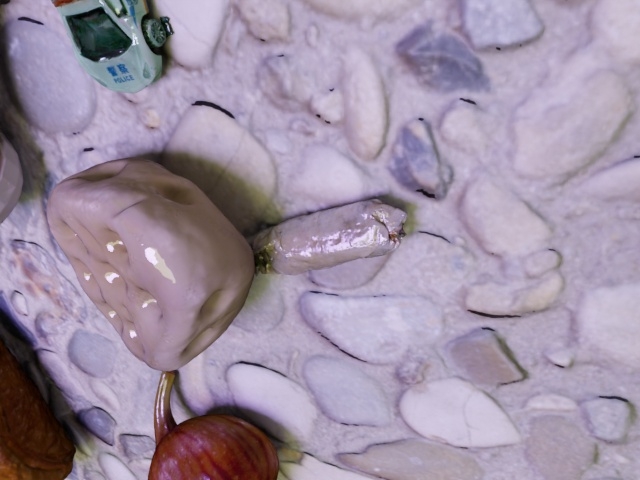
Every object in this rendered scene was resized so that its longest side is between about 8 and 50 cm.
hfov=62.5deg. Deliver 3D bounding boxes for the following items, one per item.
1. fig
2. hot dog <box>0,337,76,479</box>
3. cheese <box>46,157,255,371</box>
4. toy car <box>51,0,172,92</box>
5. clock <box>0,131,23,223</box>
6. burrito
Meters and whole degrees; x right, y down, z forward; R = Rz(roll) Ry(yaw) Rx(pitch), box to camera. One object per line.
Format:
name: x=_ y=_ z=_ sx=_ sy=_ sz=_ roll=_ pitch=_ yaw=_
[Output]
fig: x=-0.166 y=0.299 z=0.708 sx=0.207 sy=0.175 sz=0.175 roll=30 pitch=128 yaw=19
hot dog: x=-0.541 y=0.256 z=0.803 sx=0.266 sy=0.174 sz=0.388 roll=-5 pitch=119 yaw=26
cheese: x=-0.170 y=0.017 z=0.530 sx=0.235 sy=0.117 sz=0.218 roll=-28 pitch=98 yaw=50
toy car: x=-0.194 y=-0.216 z=0.447 sx=0.093 sy=0.058 sz=0.186 roll=-4 pitch=119 yaw=21
clock: x=-0.428 y=-0.113 z=0.440 sx=0.183 sy=0.342 sz=0.326 roll=13 pitch=116 yaw=20
burrito: x=-0.001 y=0.001 z=0.515 sx=0.188 sy=0.045 sz=0.058 roll=-14 pitch=115 yaw=27
